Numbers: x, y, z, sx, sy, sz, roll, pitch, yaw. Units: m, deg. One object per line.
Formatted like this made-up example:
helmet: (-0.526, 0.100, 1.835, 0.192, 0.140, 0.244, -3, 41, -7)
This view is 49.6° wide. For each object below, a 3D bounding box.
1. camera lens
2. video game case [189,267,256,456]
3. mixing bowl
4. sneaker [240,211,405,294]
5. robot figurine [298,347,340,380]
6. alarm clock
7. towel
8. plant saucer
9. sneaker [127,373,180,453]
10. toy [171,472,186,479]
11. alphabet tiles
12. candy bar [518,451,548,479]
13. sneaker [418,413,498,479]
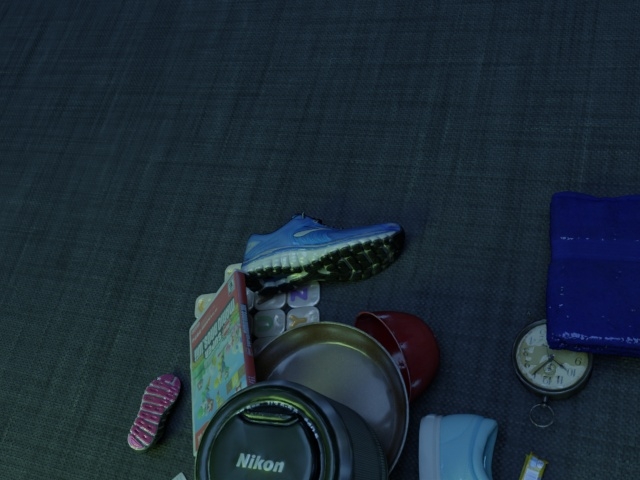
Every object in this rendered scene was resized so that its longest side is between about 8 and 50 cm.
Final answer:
camera lens: (-0.031, 0.324, 0.980, 0.219, 0.274, 0.219, -7, 67, 18)
video game case: (-0.184, 0.219, 1.268, 0.204, 0.025, 0.285, -51, 35, 33)
mixing bowl: (0.144, 0.196, 1.212, 0.098, 0.181, 0.181, -17, 56, -23)
sneaker: (0.000, 0.000, 1.362, 0.330, 0.130, 0.147, -9, 56, 6)
robot figurine: (-0.018, 0.312, 1.241, 0.211, 0.085, 0.291, 6, 71, 22)
alarm clock: (0.383, 0.217, 1.156, 0.129, 0.064, 0.192, 9, 66, 24)
towel: (0.498, 0.055, 1.159, 0.227, 0.076, 0.308, 3, 55, 18)
plant saucer: (0.001, 0.293, 1.164, 0.310, 0.050, 0.311, -8, 66, 18)
sneaker: (-0.327, 0.343, 1.360, 0.063, 0.075, 0.170, 19, 49, 1)
toy: (-0.324, 0.551, 1.261, 0.237, 0.056, 0.137, -41, 60, -2)
alphabet tiles: (-0.133, 0.172, 1.394, 0.278, 0.021, 0.284, -8, 64, 17)
candy bar: (0.323, 0.419, 1.108, 0.040, 0.018, 0.161, 17, 72, 25)
sneaker: (0.238, 0.441, 1.061, 0.150, 0.135, 0.366, -12, 62, 20)
